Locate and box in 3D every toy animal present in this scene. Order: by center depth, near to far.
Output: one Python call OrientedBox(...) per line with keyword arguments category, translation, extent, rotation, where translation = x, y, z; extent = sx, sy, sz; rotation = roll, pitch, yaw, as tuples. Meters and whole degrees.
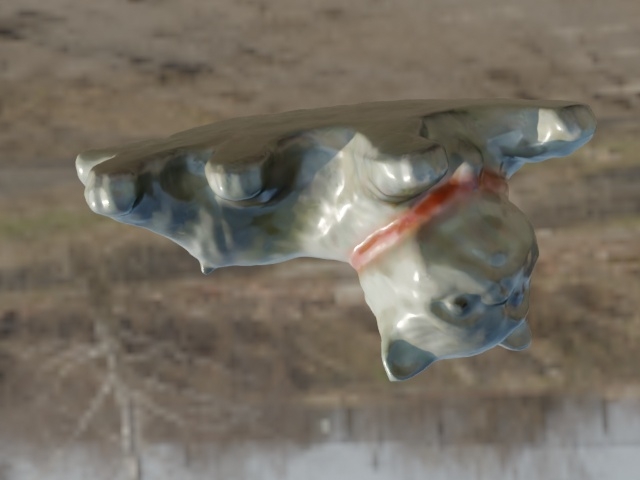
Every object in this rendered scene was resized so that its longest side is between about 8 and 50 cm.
OrientedBox(category="toy animal", translation=(0.000, 0.000, 1.364), extent=(0.307, 0.188, 0.266), rotation=(-19, -154, -30))
